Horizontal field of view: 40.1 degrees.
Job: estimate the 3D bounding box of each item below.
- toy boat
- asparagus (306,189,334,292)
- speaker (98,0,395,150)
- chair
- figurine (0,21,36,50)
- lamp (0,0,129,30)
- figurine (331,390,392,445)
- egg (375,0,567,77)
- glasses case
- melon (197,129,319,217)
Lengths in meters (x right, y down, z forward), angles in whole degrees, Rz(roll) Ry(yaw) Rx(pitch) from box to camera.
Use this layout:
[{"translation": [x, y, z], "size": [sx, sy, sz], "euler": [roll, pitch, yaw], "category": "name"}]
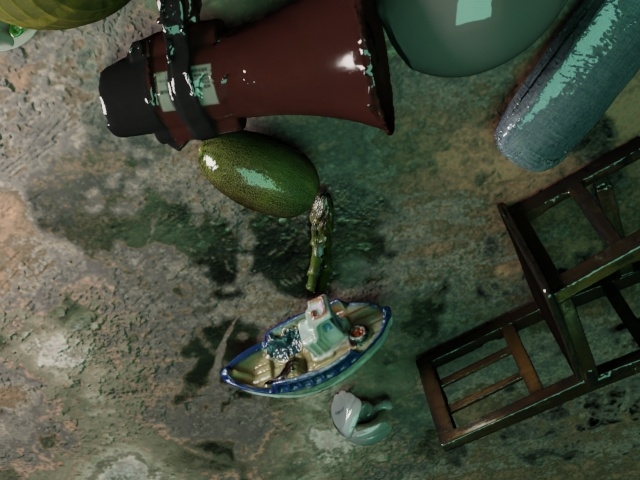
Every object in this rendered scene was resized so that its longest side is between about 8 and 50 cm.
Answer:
[{"translation": [-0.024, 0.147, 1.246], "size": [0.262, 0.114, 0.115], "euler": [-31, 133, 18], "category": "toy boat"}, {"translation": [0.000, 0.000, 1.208], "size": [0.036, 0.030, 0.165], "euler": [4, 123, 3], "category": "asparagus"}, {"translation": [-0.092, -0.224, 0.969], "size": [0.330, 0.198, 0.259], "euler": [-4, 137, 6], "category": "speaker"}, {"translation": [0.302, 0.078, 1.196], "size": [0.416, 0.203, 0.240], "euler": [-24, 127, 8], "category": "chair"}, {"translation": [-0.373, -0.237, 0.938], "size": [0.132, 0.153, 0.132], "euler": [-3, 124, -4], "category": "figurine"}, {"translation": [-0.280, -0.336, 0.851], "size": [0.250, 0.284, 0.250], "euler": [-35, 144, -31], "category": "lamp"}, {"translation": [0.064, 0.282, 1.382], "size": [0.086, 0.082, 0.094], "euler": [9, 149, -30], "category": "figurine"}, {"translation": [0.175, -0.281, 0.957], "size": [0.232, 0.176, 0.176], "euler": [-37, 120, 4], "category": "egg"}, {"translation": [0.325, -0.207, 1.085], "size": [0.109, 0.067, 0.282], "euler": [19, 117, -28], "category": "glasses case"}, {"translation": [-0.077, -0.086, 1.102], "size": [0.162, 0.099, 0.099], "euler": [24, 117, -17], "category": "melon"}]
